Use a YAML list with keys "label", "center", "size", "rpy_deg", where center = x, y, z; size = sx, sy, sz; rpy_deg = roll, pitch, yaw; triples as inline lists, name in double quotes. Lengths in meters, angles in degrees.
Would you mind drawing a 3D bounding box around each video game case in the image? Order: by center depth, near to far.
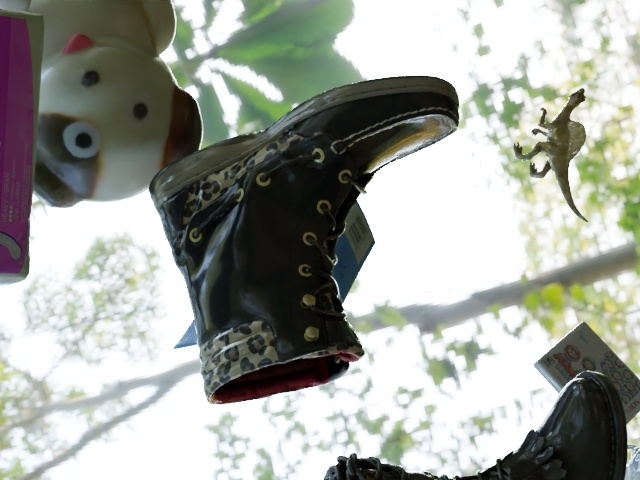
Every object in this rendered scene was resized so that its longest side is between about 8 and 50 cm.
- label: "video game case"
  center: [0.411, 0.210, 1.951]
  size: [0.157, 0.019, 0.143]
  rpy_deg: [47, -134, 12]

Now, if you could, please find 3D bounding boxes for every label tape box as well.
- label: "label tape box"
  center: [-0.098, 0.057, 2.337]
  size: [0.115, 0.347, 0.249]
  rpy_deg: [67, -156, -18]

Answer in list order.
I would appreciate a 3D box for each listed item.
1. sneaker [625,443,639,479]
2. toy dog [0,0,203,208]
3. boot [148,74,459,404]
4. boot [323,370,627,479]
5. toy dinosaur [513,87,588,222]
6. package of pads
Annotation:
- label: "sneaker"
  center: [0.558, 0.365, 1.799]
  size: [0.137, 0.365, 0.210]
  rpy_deg: [30, -122, -42]
- label: "toy dog"
  center: [-0.314, -0.214, 1.654]
  size: [0.408, 0.284, 0.395]
  rpy_deg: [-119, 26, -46]
- label: "boot"
  center: [0.000, 0.000, 1.418]
  size: [0.138, 0.377, 0.284]
  rpy_deg: [43, -149, -61]
- label: "boot"
  center: [0.110, 0.207, 1.044]
  size: [0.229, 0.091, 0.263]
  rpy_deg: [19, -82, -27]
- label: "toy dinosaur"
  center: [0.292, -0.110, 1.619]
  size: [0.053, 0.092, 0.183]
  rpy_deg: [23, -115, -41]
- label: "package of pads"
  center: [-0.416, -0.103, 1.350]
  size: [0.229, 0.101, 0.297]
  rpy_deg: [3, -91, -33]
